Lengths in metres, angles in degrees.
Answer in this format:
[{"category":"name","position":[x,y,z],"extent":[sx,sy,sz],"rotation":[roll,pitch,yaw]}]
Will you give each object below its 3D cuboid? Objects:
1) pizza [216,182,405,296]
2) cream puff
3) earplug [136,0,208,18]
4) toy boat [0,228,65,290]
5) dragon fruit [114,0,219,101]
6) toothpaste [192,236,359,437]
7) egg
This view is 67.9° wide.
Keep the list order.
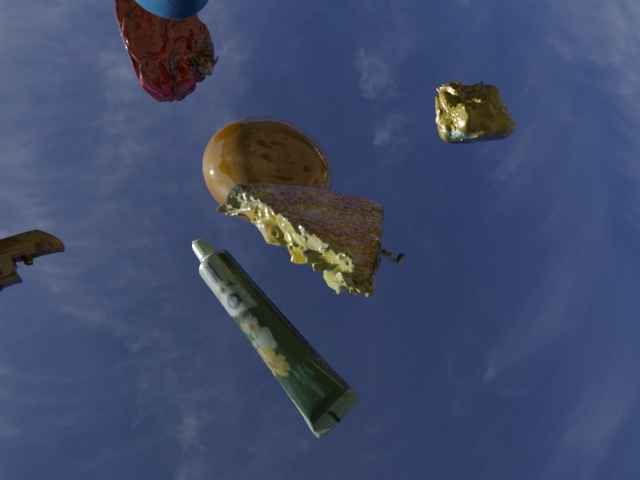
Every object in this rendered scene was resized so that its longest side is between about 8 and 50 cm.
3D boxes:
[{"category":"pizza","position":[0.000,0.000,0.670],"extent":[0.280,0.075,0.287],"rotation":[8,-154,-18]},{"category":"cream puff","position":[0.287,-0.243,0.900],"extent":[0.146,0.146,0.116],"rotation":[-8,-87,-21]},{"category":"earplug","position":[-0.181,-0.386,0.583],"extent":[0.133,0.273,0.132],"rotation":[-2,-84,-20]},{"category":"toy boat","position":[-0.801,0.067,1.167],"extent":[0.321,0.089,0.121],"rotation":[-22,-95,-26]},{"category":"dragon fruit","position":[-0.389,-0.486,1.262],"extent":[0.205,0.317,0.152],"rotation":[-11,-125,6]},{"category":"toothpaste","position":[-0.049,0.069,0.397],"extent":[0.204,0.031,0.049],"rotation":[46,-76,24]},{"category":"egg","position":[-0.139,-0.182,1.252],"extent":[0.352,0.282,0.282],"rotation":[11,-116,19]}]
